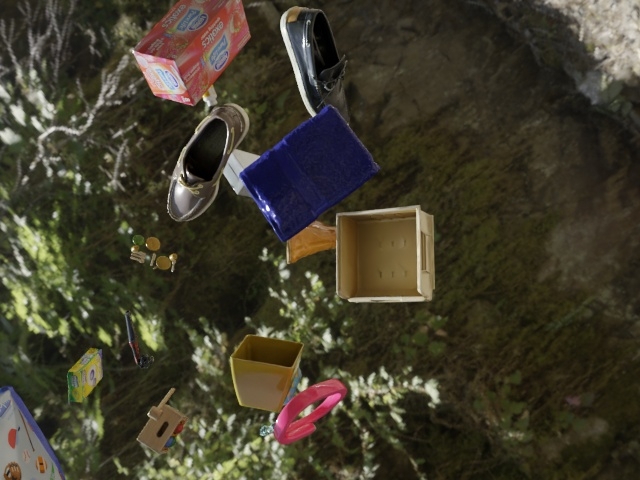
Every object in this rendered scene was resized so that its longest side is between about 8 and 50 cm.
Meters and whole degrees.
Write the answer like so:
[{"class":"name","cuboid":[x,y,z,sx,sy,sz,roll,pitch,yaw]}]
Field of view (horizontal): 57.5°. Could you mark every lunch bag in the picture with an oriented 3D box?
[{"class":"lunch bag","cuboid":[-0.715,0.574,1.229,0.328,0.238,0.386,-89,-18,-62]}]

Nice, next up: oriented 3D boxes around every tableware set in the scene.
[{"class":"tableware set","cuboid":[-0.545,0.042,1.911,0.154,0.024,0.104,20,-124,-26]}]

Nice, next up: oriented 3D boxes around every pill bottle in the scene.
[{"class":"pill bottle","cuboid":[-0.352,-0.464,1.826,0.043,0.043,0.083,-151,40,-80]}]

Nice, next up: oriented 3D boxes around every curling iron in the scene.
[{"class":"curling iron","cuboid":[-0.675,0.366,2.151,0.035,0.068,0.274,-111,11,-59]}]

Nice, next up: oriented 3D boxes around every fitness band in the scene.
[{"class":"fitness band","cuboid":[-0.031,0.509,1.740,0.054,0.209,0.290,45,-157,26]}]

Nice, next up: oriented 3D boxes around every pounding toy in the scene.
[{"class":"pounding toy","cuboid":[-0.470,0.557,1.800,0.094,0.181,0.206,30,161,7]}]

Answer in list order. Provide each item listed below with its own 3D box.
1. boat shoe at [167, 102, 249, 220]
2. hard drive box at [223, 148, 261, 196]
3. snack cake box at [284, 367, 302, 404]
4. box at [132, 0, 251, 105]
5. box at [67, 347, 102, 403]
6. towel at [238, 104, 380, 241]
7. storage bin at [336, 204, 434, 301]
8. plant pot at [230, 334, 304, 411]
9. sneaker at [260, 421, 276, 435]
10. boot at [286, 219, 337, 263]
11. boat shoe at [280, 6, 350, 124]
[{"class":"boat shoe","cuboid":[-0.277,-0.168,1.347,0.116,0.324,0.097,37,-155,-1]},{"class":"hard drive box","cuboid":[-0.244,-0.245,2.212,0.232,0.089,0.181,9,-143,-47]},{"class":"snack cake box","cuboid":[-0.157,0.511,2.236,0.264,0.089,0.152,-50,-59,-77]},{"class":"box","cuboid":[-0.279,-0.442,1.307,0.122,0.257,0.128,19,151,21]},{"class":"box","cuboid":[-0.730,0.420,1.806,0.179,0.043,0.105,-73,-12,-73]},{"class":"towel","cuboid":[-0.029,-0.168,1.468,0.228,0.308,0.076,56,-170,16]},{"class":"storage bin","cuboid":[0.188,0.047,1.705,0.123,0.262,0.261,15,-106,-59]},{"class":"plant pot","cuboid":[-0.184,0.462,2.006,0.212,0.212,0.187,-54,-30,-75]},{"class":"sneaker","cuboid":[-0.174,0.714,2.184,0.069,0.098,0.038,33,-137,-37]},{"class":"boot","cuboid":[0.000,0.001,1.917,0.295,0.211,0.104,-79,-7,-68]},{"class":"boat shoe","cuboid":[0.014,-0.620,2.162,0.155,0.187,0.500,4,131,37]}]
